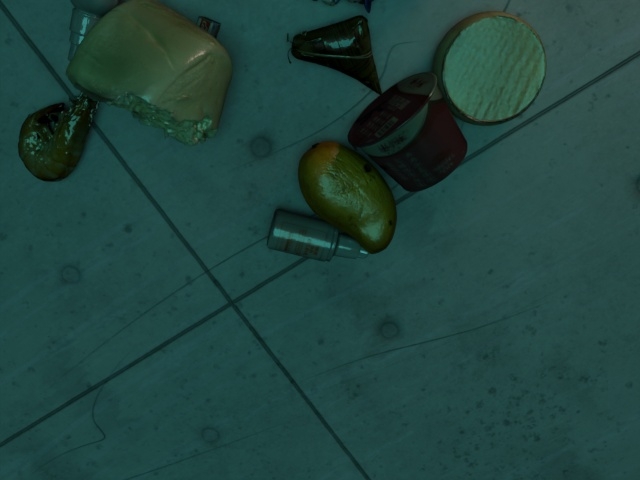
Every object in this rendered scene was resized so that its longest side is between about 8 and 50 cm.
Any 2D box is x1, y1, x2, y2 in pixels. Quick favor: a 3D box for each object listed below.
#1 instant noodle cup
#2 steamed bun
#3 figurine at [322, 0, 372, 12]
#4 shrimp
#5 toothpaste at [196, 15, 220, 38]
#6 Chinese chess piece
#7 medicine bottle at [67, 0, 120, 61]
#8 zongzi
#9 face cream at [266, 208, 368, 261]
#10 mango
[{"bbox_3d":[0.205,-0.233,1.420,0.235,0.234,0.178,-38,116,12],"label":"instant noodle cup"},{"bbox_3d":[-0.352,-0.342,1.304,0.290,0.272,0.273,27,108,10],"label":"steamed bun"},{"bbox_3d":[0.057,-0.545,1.378,0.149,0.086,0.087,6,70,9],"label":"figurine"},{"bbox_3d":[-0.607,-0.266,1.472,0.152,0.063,0.287,33,108,0],"label":"shrimp"},{"bbox_3d":[-0.280,-0.403,1.434,0.040,0.047,0.196,26,108,7],"label":"toothpaste"},{"bbox_3d":[0.377,-0.382,1.423,0.250,0.103,0.249,0,109,-1],"label":"Chinese chess piece"},{"bbox_3d":[-0.473,-0.547,1.342,0.110,0.110,0.351,19,109,-8],"label":"medicine bottle"},{"bbox_3d":[0.032,-0.393,1.430,0.187,0.084,0.184,-12,120,10],"label":"zongzi"},{"bbox_3d":[0.000,0.000,1.554,0.252,0.101,0.101,14,109,-6],"label":"face cream"},{"bbox_3d":[0.069,-0.106,1.506,0.177,0.120,0.295,-43,103,1],"label":"mango"}]
